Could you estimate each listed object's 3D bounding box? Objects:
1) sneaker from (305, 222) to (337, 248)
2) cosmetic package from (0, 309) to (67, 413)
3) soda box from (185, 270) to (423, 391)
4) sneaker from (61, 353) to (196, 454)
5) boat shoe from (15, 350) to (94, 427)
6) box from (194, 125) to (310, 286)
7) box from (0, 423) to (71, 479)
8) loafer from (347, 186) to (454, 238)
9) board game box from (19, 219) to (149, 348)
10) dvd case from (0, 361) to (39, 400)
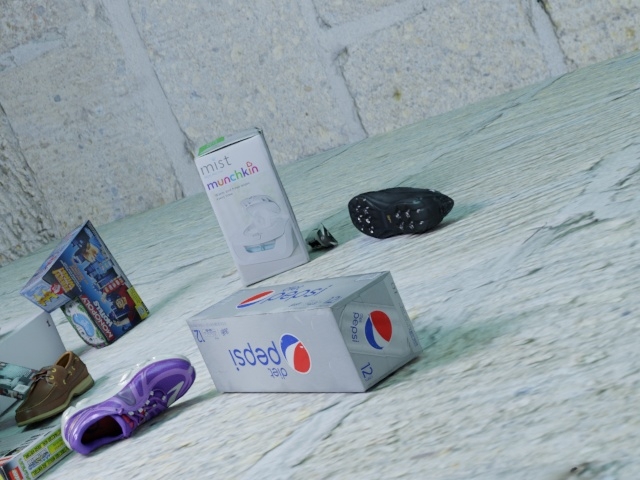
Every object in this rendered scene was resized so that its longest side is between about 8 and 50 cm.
[{"bbox_3d":[0.000,0.000,2.166,0.043,0.040,0.109,-39,6,-1],"label":"sneaker"},{"bbox_3d":[-0.588,0.237,1.954,0.284,0.097,0.377,-22,9,15],"label":"cosmetic package"},{"bbox_3d":[-0.024,0.103,1.387,0.091,0.098,0.286,-30,11,-35],"label":"soda box"},{"bbox_3d":[-0.213,0.195,1.471,0.170,0.068,0.071,-33,26,-12],"label":"sneaker"},{"bbox_3d":[-0.372,0.203,1.752,0.064,0.060,0.178,-19,10,19],"label":"boat shoe"},{"bbox_3d":[-0.117,-0.067,2.200,0.126,0.231,0.262,-22,10,-1],"label":"box"},{"bbox_3d":[-0.401,0.270,1.499,0.207,0.036,0.114,-17,10,31],"label":"box"},{"bbox_3d":[0.124,-0.046,2.018,0.078,0.076,0.223,-21,12,-30],"label":"loafer"},{"bbox_3d":[-0.398,0.085,2.117,0.060,0.194,0.194,-31,3,29],"label":"board game box"},{"bbox_3d":[-0.454,0.189,1.780,0.119,0.013,0.087,11,16,4],"label":"dvd case"}]
